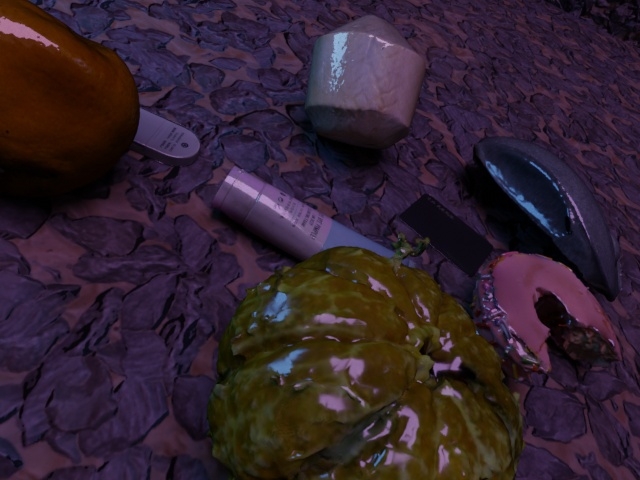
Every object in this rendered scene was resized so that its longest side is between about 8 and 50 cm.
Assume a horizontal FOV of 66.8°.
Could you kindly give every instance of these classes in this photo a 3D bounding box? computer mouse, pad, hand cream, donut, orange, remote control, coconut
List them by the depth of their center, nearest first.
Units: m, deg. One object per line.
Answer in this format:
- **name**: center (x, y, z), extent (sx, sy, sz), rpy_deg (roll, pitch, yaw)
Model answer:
- **orange**: center (0.046, 0.157, 0.461), extent (0.300, 0.223, 0.301), rpy_deg (-25, 71, -43)
- **orange**: center (-0.335, -0.154, 0.546), extent (0.249, 0.249, 0.183), rpy_deg (5, 66, -22)
- **hand cream**: center (0.000, 0.000, 0.693), extent (0.313, 0.070, 0.111), rpy_deg (31, 44, -10)
- **remote control**: center (-0.296, -0.176, 0.716), extent (0.245, 0.022, 0.077), rpy_deg (23, 48, -7)
- **donut**: center (0.318, 0.110, 0.721), extent (0.233, 0.085, 0.199), rpy_deg (1, 53, -25)
- **coconut**: center (0.077, -0.274, 0.834), extent (0.202, 0.202, 0.221), rpy_deg (9, 93, -19)
- **pad**: center (0.219, -0.014, 0.837), extent (0.157, 0.003, 0.112), rpy_deg (41, 46, 12)
- **computer mouse**: center (0.419, -0.068, 0.861), extent (0.203, 0.114, 0.373), rpy_deg (16, 36, -54)
